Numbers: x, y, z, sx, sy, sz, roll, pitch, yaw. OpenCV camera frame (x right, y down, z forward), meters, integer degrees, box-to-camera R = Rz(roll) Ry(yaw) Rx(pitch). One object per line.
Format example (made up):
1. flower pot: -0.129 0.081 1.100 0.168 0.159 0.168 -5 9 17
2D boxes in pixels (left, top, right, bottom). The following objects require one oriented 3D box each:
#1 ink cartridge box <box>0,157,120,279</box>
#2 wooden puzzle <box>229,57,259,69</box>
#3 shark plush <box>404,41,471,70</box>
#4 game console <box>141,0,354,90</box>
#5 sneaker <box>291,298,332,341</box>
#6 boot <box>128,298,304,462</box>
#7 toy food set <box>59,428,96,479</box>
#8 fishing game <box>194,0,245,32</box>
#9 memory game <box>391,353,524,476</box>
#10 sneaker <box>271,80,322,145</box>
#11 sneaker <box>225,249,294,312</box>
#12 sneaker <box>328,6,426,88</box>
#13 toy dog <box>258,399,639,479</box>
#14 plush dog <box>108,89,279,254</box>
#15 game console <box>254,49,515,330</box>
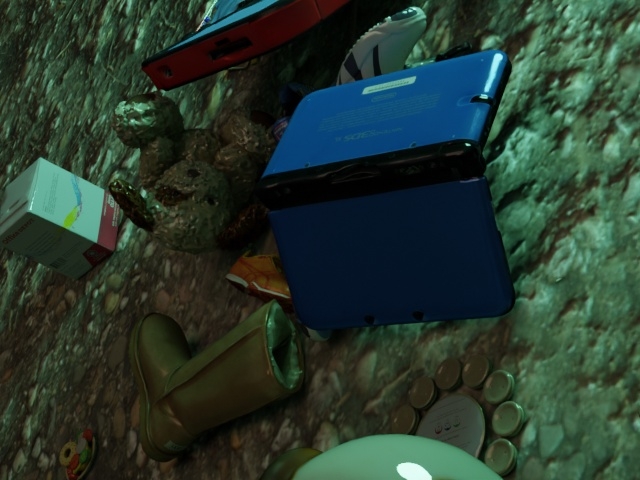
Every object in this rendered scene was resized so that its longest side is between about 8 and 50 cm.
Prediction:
1. ink cartridge box: -0.468 -0.038 1.997 0.128 0.176 0.127 -32 43 37
2. wooden puzzle: -0.132 -0.323 1.905 0.116 0.014 0.079 -3 64 53
3. shark plush: 0.120 -0.220 1.454 0.161 0.073 0.067 -43 5 35
4. game console: -0.057 -0.343 1.633 0.386 0.060 0.342 -7 29 51
5. sneaker: 0.027 0.022 1.373 0.081 0.080 0.211 11 83 36
6. boot: -0.139 0.151 1.503 0.269 0.089 0.236 -36 53 35
7. toy food set: -0.375 0.333 1.739 0.082 0.020 0.083 -49 34 18
8. fishing game: -0.126 -0.444 1.957 0.264 0.041 0.189 -23 37 53
9. memory game: 0.135 0.204 1.153 0.186 0.012 0.186 -32 43 36
10. sneaker: -0.033 -0.131 1.560 0.083 0.087 0.221 -32 43 38
11. sneaker: -0.070 0.049 1.502 0.067 0.064 0.175 -54 35 -8
12. sneaker: 0.083 -0.164 1.393 0.235 0.153 0.094 -45 -8 24
13. toy dog: 0.137 0.270 0.740 0.284 0.408 0.395 17 80 56
14. plush dog: -0.190 -0.073 1.646 0.225 0.262 0.211 -84 5 -46
15. game console: 0.091 -0.053 1.276 0.293 0.173 0.250 -7 44 36
